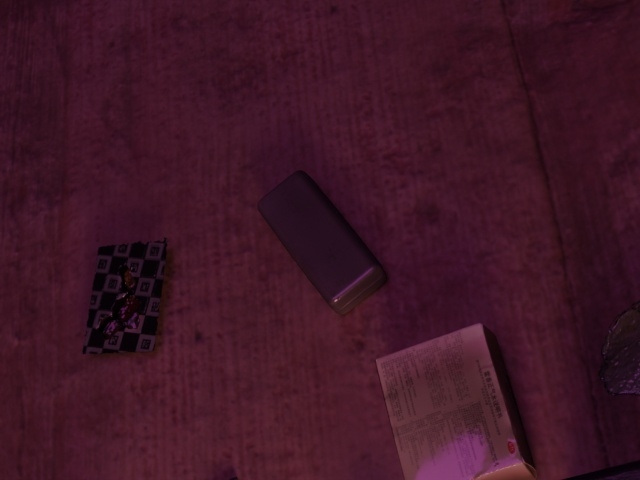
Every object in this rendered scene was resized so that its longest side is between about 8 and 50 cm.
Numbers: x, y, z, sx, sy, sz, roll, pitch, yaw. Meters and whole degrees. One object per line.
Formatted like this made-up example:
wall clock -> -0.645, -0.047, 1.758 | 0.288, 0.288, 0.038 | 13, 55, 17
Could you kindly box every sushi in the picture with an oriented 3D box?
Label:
sushi -> -0.317, 0.096, 1.908 | 0.139, 0.031, 0.201 | -4, 67, 21

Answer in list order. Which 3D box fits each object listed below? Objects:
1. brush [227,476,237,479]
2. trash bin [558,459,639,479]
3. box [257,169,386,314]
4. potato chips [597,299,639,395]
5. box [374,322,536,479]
brush -> -0.188, 0.426, 1.689 | 0.070, 0.021, 0.196 | 36, 83, 31
trash bin -> 0.415, 0.328, 1.390 | 0.225, 0.165, 0.115 | -21, 58, 10
box -> 0.000, 0.000, 1.802 | 0.103, 0.055, 0.244 | -39, 56, 2
potato chips -> 0.492, 0.146, 1.511 | 0.228, 0.059, 0.167 | 12, 77, 23
box -> 0.185, 0.243, 1.573 | 0.168, 0.095, 0.212 | -21, 59, 14
